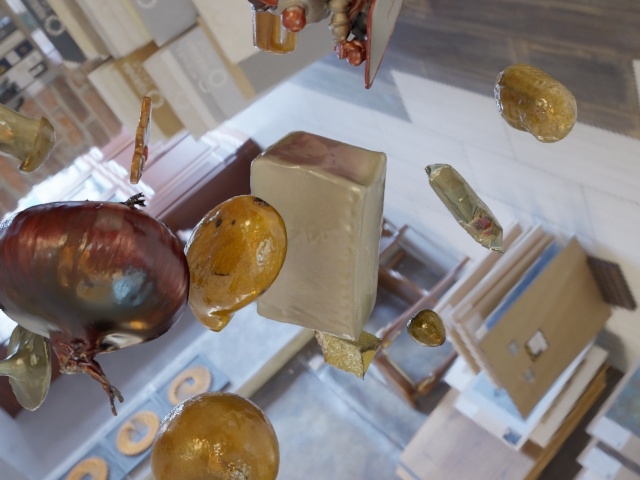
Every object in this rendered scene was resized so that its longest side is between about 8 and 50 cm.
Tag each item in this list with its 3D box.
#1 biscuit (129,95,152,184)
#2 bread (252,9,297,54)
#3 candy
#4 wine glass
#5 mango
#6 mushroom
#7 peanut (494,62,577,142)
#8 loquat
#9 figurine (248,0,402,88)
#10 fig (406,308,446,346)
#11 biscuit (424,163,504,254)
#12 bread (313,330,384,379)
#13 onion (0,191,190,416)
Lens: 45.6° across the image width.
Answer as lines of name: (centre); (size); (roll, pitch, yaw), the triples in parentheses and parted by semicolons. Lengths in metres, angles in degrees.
biscuit: (-0.474, -0.252, 2.028); (0.036, 0.250, 0.165); (7, 143, -9)
bread: (-0.083, -0.452, 1.384); (0.092, 0.074, 0.239); (7, 118, 9)
candy: (-0.001, -0.002, 1.346); (0.208, 0.145, 0.358); (14, 129, 19)
wine glass: (-0.786, 0.279, 1.558); (0.406, 0.267, 0.267); (-2, -149, -48)
mango: (-0.148, 0.040, 1.194); (0.157, 0.109, 0.262); (44, 121, 16)
mushroom: (-0.638, -0.232, 1.358); (0.329, 0.122, 0.159); (23, 137, -23)
peanut: (0.437, -0.282, 1.564); (0.129, 0.129, 0.224); (59, 179, -39)
loquat: (-0.211, 0.436, 1.556); (0.263, 0.263, 0.263); (44, 165, 15)
figurine: (-0.017, -0.330, 0.981); (0.226, 0.183, 0.160); (16, 155, 9)
fig: (0.221, 0.184, 1.551); (0.088, 0.074, 0.074); (43, 166, 38)
biscuit: (0.358, -0.074, 1.831); (0.186, 0.079, 0.309); (61, -166, 26)
bread: (0.054, 0.255, 1.841); (0.147, 0.127, 0.152); (24, 180, 27)
onion: (-0.309, 0.076, 0.999); (0.273, 0.285, 0.273); (4, 157, 2)
